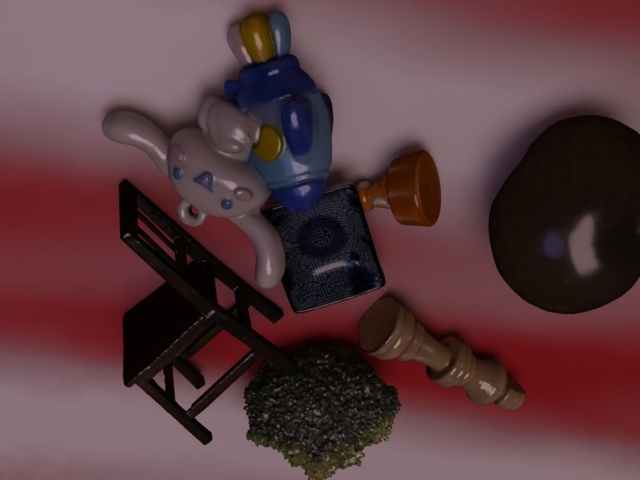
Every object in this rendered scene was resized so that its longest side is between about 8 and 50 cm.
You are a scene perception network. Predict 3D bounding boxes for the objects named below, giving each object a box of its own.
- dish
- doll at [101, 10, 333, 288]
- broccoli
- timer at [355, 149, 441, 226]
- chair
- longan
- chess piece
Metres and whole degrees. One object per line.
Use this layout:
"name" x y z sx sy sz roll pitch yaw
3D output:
"dish" 0.000 0.000 1.780 0.181 0.080 0.243 -17 126 3
"doll" -0.109 -0.154 1.581 0.376 0.187 0.365 37 110 -25
"broccoli" -0.007 0.335 1.936 0.288 0.235 0.260 28 122 16
"timer" 0.119 -0.083 1.735 0.152 0.132 0.132 -6 130 25
"chair" -0.273 0.133 1.760 0.240 0.203 0.416 -39 121 15
"longan" 0.436 -0.042 1.713 0.288 0.288 0.350 15 110 -19
"chess piece" 0.257 0.246 1.981 0.397 0.117 0.117 30 116 -28
